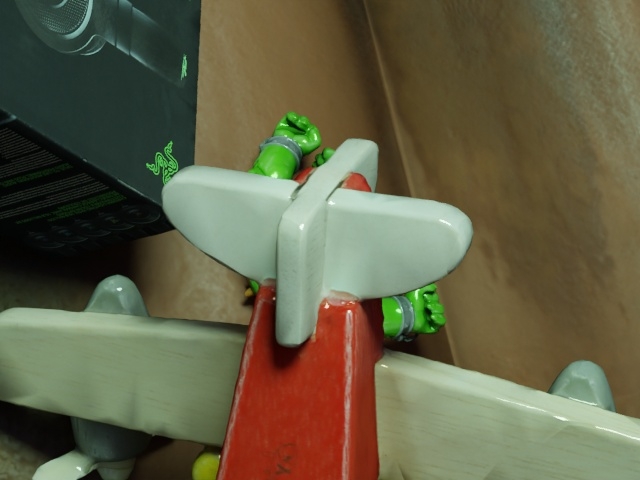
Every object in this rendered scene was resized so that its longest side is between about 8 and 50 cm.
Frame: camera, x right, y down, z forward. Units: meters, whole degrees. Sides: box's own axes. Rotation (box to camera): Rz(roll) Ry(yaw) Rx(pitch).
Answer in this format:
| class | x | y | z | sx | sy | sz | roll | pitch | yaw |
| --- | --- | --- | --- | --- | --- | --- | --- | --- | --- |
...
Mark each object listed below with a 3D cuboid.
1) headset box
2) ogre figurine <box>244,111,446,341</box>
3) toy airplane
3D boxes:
| class | x | y | z | sx | sy | sz | roll | pitch | yaw |
| --- | --- | --- | --- | --- | --- | --- | --- | --- | --- |
| headset box | -0.203 | -0.147 | 1.209 | 0.283 | 0.131 | 0.246 | 34 | 50 | -50 |
| ogre figurine | 0.000 | 0.000 | 1.346 | 0.118 | 0.097 | 0.197 | -25 | 96 | -41 |
| toy airplane | 0.001 | 0.121 | 1.161 | 0.386 | 0.384 | 0.272 | 54 | 16 | 9 |
